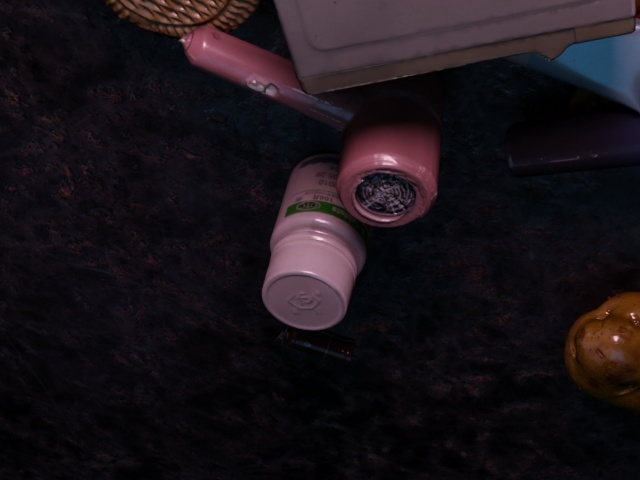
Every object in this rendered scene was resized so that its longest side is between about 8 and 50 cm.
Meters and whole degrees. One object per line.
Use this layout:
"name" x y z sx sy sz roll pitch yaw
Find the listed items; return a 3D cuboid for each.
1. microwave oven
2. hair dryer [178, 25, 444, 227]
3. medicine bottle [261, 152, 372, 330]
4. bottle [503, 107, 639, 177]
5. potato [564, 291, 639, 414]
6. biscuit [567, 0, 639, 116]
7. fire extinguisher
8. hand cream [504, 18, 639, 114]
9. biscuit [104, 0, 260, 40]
"microwave oven" 0.122 -0.340 1.107 0.355 0.218 0.286 -10 136 12
"hair dryer" -0.015 -0.164 1.336 0.352 0.210 0.125 21 136 -12
"medicine bottle" 0.000 0.000 1.493 0.139 0.237 0.139 7 133 8
"bottle" 0.349 -0.123 1.325 0.244 0.072 0.082 -4 172 31
"potato" 0.532 0.182 1.603 0.369 0.176 0.195 19 96 -16
"biscuit" 0.445 -0.201 1.304 0.314 0.063 0.367 -20 126 29
"fire extinguisher" -0.010 0.171 1.803 0.132 0.039 0.056 18 103 -2
"hand cream" 0.256 -0.245 1.267 0.312 0.070 0.111 20 118 9
"biscuit" -0.171 -0.347 1.292 0.259 0.079 0.259 10 145 7
